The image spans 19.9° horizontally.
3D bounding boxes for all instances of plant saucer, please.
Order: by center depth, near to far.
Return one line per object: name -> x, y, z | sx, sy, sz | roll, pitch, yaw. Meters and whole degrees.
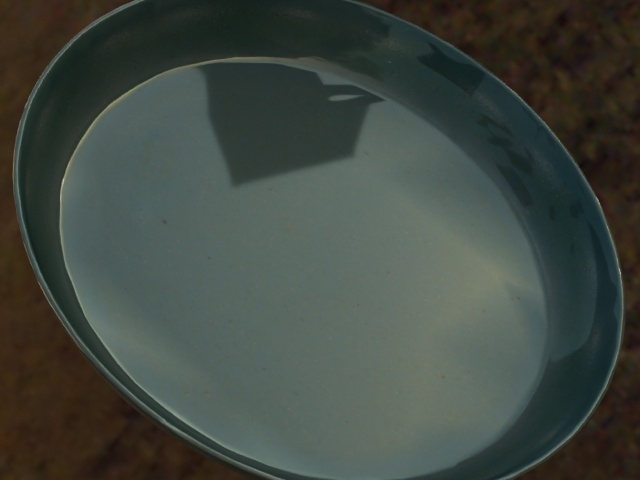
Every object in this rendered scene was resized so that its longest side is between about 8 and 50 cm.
plant saucer -> 0.000, 0.000, 0.913 | 0.044, 0.317, 0.318 | 118, 172, -47
